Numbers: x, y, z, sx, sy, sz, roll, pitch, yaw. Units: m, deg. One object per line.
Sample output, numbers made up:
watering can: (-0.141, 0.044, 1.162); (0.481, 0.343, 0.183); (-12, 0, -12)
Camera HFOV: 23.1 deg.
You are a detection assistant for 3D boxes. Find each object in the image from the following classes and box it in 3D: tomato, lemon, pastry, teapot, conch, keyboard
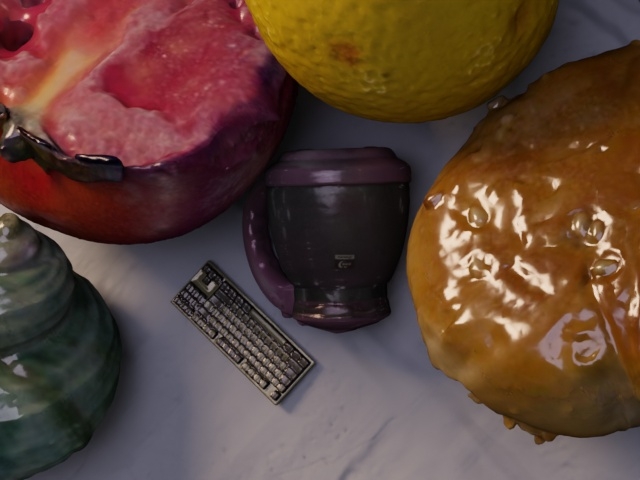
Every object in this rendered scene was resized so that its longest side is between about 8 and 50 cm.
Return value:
tomato: (-0.153, -0.121, 1.264); (0.335, 0.176, 0.289); (21, 55, 25)
lemon: (0.053, -0.201, 1.109); (0.228, 0.253, 0.228); (-8, 74, 28)
pastry: (0.227, 0.011, 1.120); (0.316, 0.184, 0.284); (-23, 57, 17)
teapot: (0.000, 0.000, 1.235); (0.148, 0.116, 0.146); (-1, 93, 13)
conch: (-0.271, 0.096, 1.283); (0.220, 0.195, 0.277); (38, 127, 24)
keyboard: (-0.065, 0.075, 1.293); (0.129, 0.015, 0.049); (44, 96, 18)
